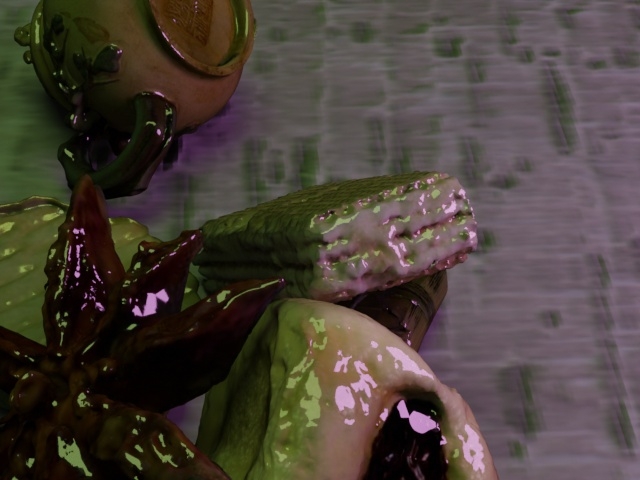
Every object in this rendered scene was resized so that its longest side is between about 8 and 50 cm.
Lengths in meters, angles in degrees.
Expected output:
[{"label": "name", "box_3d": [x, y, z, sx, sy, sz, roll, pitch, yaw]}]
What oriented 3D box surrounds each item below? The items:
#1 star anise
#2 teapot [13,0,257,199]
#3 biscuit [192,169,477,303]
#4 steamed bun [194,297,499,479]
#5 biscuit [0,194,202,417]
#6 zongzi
[{"label": "star anise", "box_3d": [-0.130, 0.089, 0.767, 0.288, 0.088, 0.288, -21, 50, 28]}, {"label": "teapot", "box_3d": [-0.158, -0.146, 1.087, 0.183, 0.173, 0.269, -15, 58, 36]}, {"label": "biscuit", "box_3d": [0.000, 0.000, 0.881, 0.108, 0.061, 0.239, -18, 5, -20]}, {"label": "steamed bun", "box_3d": [0.020, 0.119, 0.783, 0.155, 0.172, 0.140, 20, 79, -16]}, {"label": "biscuit", "box_3d": [-0.185, 0.040, 0.941, 0.274, 0.036, 0.187, 22, 45, 23]}, {"label": "zongzi", "box_3d": [0.021, 0.045, 0.938, 0.113, 0.052, 0.104, 3, 31, 22]}]
